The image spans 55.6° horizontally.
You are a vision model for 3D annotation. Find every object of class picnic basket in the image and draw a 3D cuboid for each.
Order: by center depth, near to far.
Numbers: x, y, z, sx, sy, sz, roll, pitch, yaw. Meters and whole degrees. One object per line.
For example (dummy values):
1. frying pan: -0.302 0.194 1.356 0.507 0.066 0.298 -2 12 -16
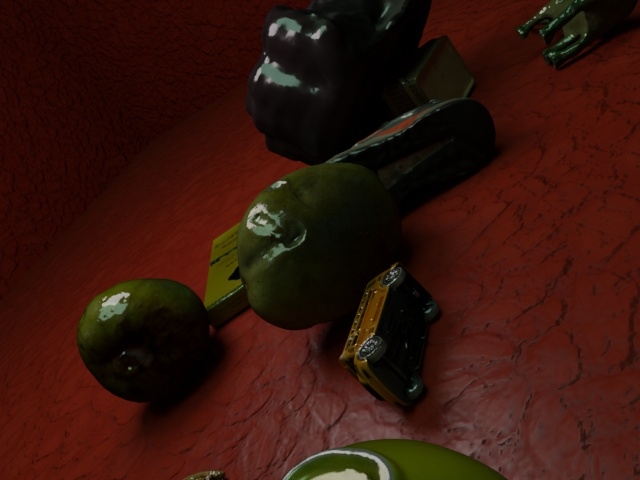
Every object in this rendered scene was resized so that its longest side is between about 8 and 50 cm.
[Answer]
1. picnic basket: 0.192 -0.270 1.070 0.080 0.115 0.164 -13 34 48

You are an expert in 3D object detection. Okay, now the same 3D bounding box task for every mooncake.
1. mooncake: 0.029 -0.303 1.094 0.212 0.350 0.381 25 40 17

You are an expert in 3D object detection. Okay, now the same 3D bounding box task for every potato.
1. potato: 0.001 0.001 0.771 0.229 0.197 0.149 -17 0 -27

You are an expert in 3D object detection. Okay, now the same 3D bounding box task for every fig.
1. fig: -0.252 0.136 0.903 0.181 0.181 0.191 -28 8 22

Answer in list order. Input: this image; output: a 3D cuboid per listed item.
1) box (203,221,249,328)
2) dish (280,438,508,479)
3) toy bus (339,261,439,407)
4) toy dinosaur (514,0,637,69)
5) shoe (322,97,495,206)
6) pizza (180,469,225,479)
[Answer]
1. box: -0.133 0.031 1.087 0.153 0.041 0.279 -33 25 10
2. dish: 0.018 0.238 0.420 0.221 0.108 0.262 -18 31 41
3. toy bus: 0.069 0.101 0.639 0.074 0.069 0.162 -32 21 36
4. toy dinosaur: 0.457 -0.389 0.914 0.301 0.087 0.447 -38 19 18
5. shoe: 0.093 -0.118 0.938 0.337 0.132 0.171 -31 20 13
6. pizza: -0.148 0.285 0.670 0.099 0.029 0.100 -43 24 -12
